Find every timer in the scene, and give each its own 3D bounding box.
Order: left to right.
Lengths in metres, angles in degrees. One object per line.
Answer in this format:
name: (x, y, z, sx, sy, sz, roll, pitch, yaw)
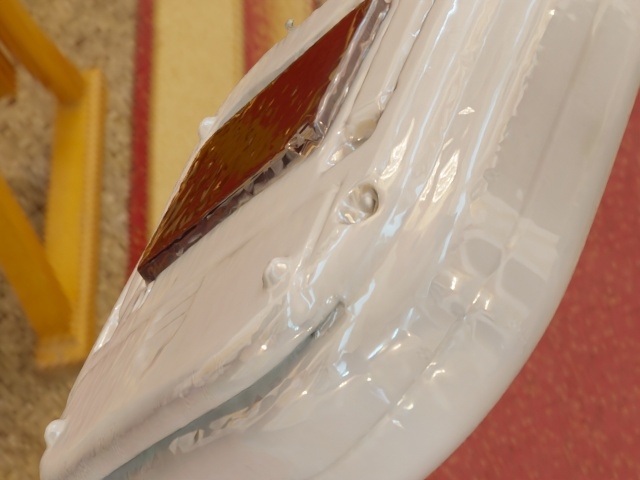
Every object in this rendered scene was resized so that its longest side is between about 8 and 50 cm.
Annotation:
timer: (0.000, 0.000, 0.640, 0.262, 0.087, 0.237, -36, 25, 51)
